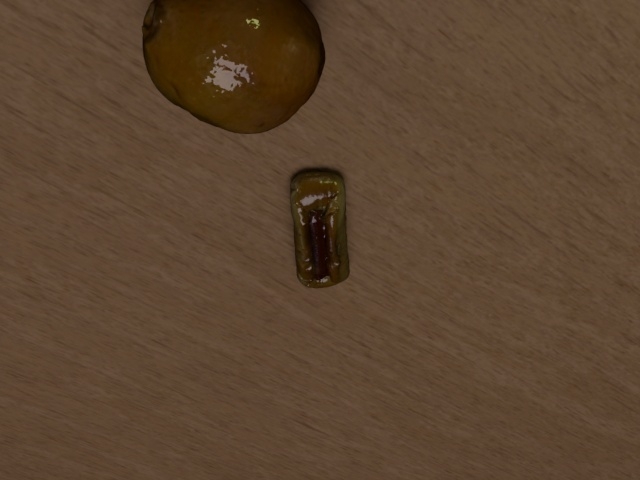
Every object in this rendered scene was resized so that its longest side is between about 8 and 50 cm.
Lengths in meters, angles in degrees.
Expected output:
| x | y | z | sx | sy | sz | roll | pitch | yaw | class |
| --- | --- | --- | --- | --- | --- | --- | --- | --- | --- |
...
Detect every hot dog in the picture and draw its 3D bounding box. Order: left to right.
| x | y | z | sx | sy | sz | roll | pitch | yaw | class |
| --- | --- | --- | --- | --- | --- | --- | --- | --- | --- |
| 0.000 | 0.000 | 1.516 | 0.084 | 0.073 | 0.242 | 0 | 139 | 3 | hot dog |

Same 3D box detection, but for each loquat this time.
| x | y | z | sx | sy | sz | roll | pitch | yaw | class |
| --- | --- | --- | --- | --- | --- | --- | --- | --- | --- |
| -0.093 | -0.220 | 1.169 | 0.234 | 0.176 | 0.187 | 19 | 94 | -37 | loquat |
